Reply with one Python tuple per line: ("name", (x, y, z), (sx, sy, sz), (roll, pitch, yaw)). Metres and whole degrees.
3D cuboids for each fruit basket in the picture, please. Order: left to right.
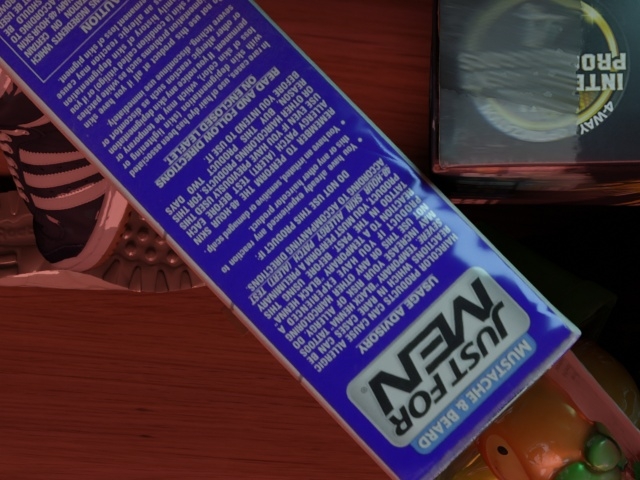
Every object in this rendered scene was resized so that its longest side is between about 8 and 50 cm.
("fruit basket", (0.167, 0.176, 1.033), (0.165, 0.353, 0.327), (-31, 160, -14))

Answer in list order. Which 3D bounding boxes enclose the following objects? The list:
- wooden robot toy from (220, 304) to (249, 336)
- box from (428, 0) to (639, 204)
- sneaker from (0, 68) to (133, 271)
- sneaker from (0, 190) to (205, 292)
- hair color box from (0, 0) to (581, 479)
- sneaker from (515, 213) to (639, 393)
("wooden robot toy", (0.000, 0.000, 1.134), (0.076, 0.173, 0.079), (36, -160, 8))
("box", (0.215, -0.069, 0.785), (0.318, 0.097, 0.395), (2, 179, 4))
("sneaker", (-0.185, -0.074, 0.956), (0.153, 0.099, 0.282), (6, 149, -21))
("sneaker", (-0.172, 0.000, 1.163), (0.235, 0.090, 0.095), (3, 169, 5))
("hair color box", (-0.036, -0.041, 0.724), (0.110, 0.339, 0.185), (-43, 174, 0))
("sneaker", (0.335, 0.061, 1.078), (0.483, 0.185, 0.202), (-5, 151, 35))
